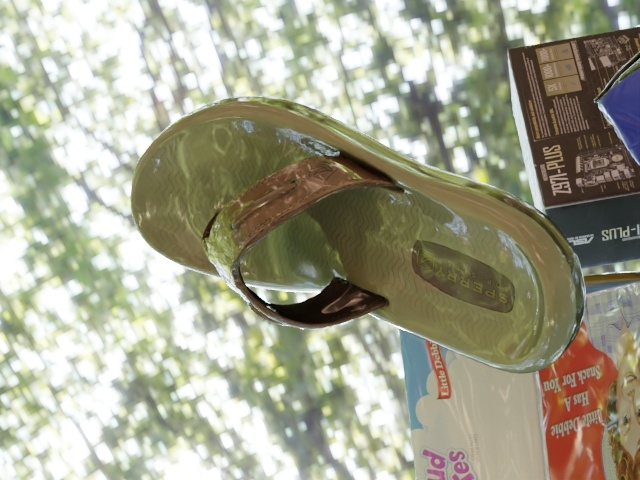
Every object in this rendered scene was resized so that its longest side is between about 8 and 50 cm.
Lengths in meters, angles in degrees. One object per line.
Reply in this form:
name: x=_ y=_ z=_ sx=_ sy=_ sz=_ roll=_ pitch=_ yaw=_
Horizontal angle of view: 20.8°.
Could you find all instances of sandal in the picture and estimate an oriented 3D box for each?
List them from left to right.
sandal: x=0.001 y=-0.001 z=0.951 sx=0.303 sy=0.120 sz=0.086 roll=16 pitch=-147 yaw=38

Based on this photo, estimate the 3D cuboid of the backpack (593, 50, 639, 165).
backpack: x=0.239 y=-0.087 z=1.111 sx=0.098 sy=0.101 sz=0.120 roll=-31 pitch=-179 yaw=22

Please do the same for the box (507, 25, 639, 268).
box: x=0.231 y=-0.075 z=1.343 sx=0.147 sy=0.077 sz=0.180 roll=-10 pitch=-133 yaw=3

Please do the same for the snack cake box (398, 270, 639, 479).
snack cake box: x=0.158 y=0.104 z=1.096 sx=0.089 sy=0.264 sz=0.152 roll=-4 pitch=-89 yaw=33
